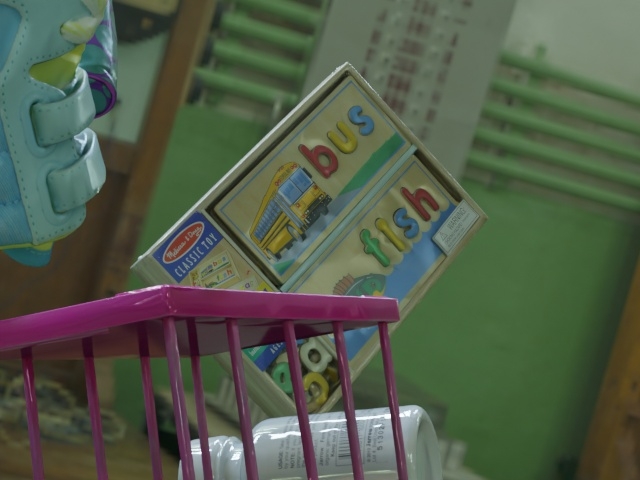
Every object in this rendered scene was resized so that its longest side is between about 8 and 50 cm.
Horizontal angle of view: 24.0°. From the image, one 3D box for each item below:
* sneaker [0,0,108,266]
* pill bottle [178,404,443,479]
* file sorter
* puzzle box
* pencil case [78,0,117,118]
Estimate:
[{"bbox_3d":[-0.117,-0.113,0.657,0.127,0.319,0.208,29,-31,60],"label":"sneaker"},{"bbox_3d":[-0.009,0.227,1.399,0.229,0.131,0.131,-7,-2,15],"label":"pill bottle"},{"bbox_3d":[-0.089,0.140,1.065,0.202,0.182,0.290,-13,-10,31],"label":"file sorter"},{"bbox_3d":[0.000,0.000,1.767,0.272,0.409,0.052,47,-36,-6],"label":"puzzle box"},{"bbox_3d":[-0.239,-0.192,1.499,0.070,0.152,0.064,-16,-40,8],"label":"pencil case"}]
